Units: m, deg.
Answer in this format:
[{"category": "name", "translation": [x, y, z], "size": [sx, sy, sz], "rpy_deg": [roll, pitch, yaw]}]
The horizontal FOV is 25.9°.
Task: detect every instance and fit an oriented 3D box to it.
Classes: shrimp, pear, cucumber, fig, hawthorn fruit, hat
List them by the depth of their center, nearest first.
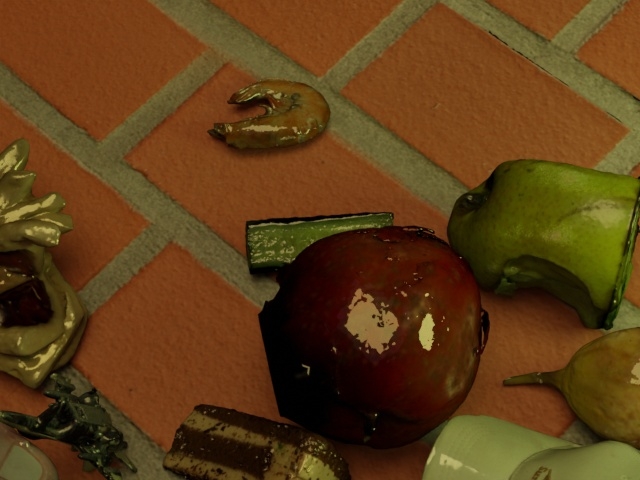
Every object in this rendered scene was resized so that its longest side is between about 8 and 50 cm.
[{"category": "hat", "translation": [0.275, 0.313, 1.687], "size": [0.301, 0.168, 0.258], "rpy_deg": [27, 64, 3]}, {"category": "hawthorn fruit", "translation": [0.057, 0.119, 1.777], "size": [0.316, 0.316, 0.316], "rpy_deg": [-2, 60, 3]}, {"category": "fig", "translation": [0.360, 0.189, 1.807], "size": [0.257, 0.159, 0.159], "rpy_deg": [0, 57, 30]}, {"category": "pear", "translation": [0.294, -0.007, 1.852], "size": [0.255, 0.238, 0.164], "rpy_deg": [18, 69, 12]}, {"category": "cucumber", "translation": [0.000, 0.002, 1.978], "size": [0.211, 0.062, 0.078], "rpy_deg": [-5, 93, -5]}, {"category": "shrimp", "translation": [-0.080, -0.188, 2.102], "size": [0.187, 0.051, 0.132], "rpy_deg": [-10, 47, -10]}]

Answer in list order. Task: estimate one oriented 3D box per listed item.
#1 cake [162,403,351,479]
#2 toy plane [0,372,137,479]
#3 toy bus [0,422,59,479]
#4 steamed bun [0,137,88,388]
[{"category": "cake", "translation": [-0.091, 0.275, 1.777], "size": [0.246, 0.135, 0.112], "rpy_deg": [25, 67, 18]}, {"category": "toy plane", "translation": [-0.318, 0.233, 1.756], "size": [0.088, 0.262, 0.192], "rpy_deg": [-37, 62, 3]}, {"category": "toy bus", "translation": [-0.432, 0.350, 1.704], "size": [0.232, 0.197, 0.294], "rpy_deg": [22, 35, 0]}, {"category": "steamed bun", "translation": [-0.476, -0.006, 1.949], "size": [0.428, 0.189, 0.247], "rpy_deg": [38, 62, 23]}]
